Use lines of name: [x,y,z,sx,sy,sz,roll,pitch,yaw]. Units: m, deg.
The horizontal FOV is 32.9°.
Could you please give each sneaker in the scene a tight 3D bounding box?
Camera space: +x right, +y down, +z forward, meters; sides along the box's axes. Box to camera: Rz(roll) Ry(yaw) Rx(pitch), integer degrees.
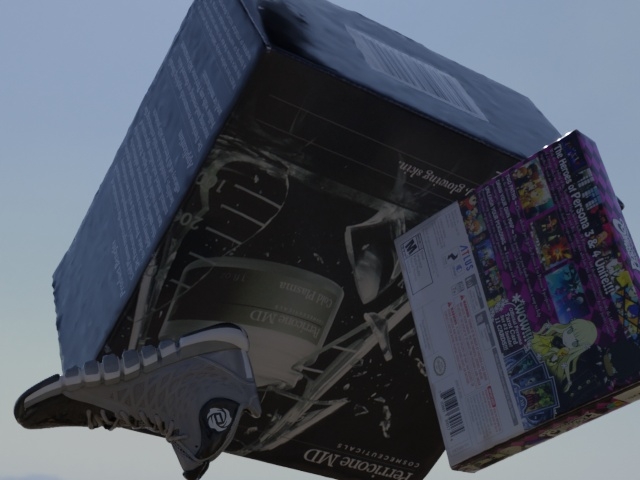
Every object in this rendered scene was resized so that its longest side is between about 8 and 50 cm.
sneaker: [-0.162,0.169,1.005,0.228,0.132,0.086,-18,-13,-6]

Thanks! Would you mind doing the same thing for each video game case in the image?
video game case: [0.174,0.053,0.928,0.210,0.232,0.041,-33,-36,31]

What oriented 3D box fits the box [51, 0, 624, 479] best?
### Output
box: [0.000,0.000,1.293,0.479,0.472,0.297,19,26,-27]
